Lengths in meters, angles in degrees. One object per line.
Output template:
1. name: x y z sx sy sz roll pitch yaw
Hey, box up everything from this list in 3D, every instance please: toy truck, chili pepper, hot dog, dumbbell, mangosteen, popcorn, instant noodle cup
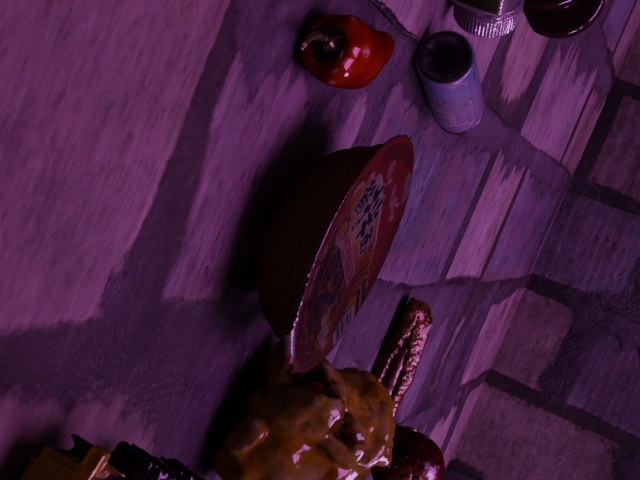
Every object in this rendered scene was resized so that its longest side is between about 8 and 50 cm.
1. toy truck: -0.169 0.234 0.939 0.136 0.111 0.286 -59 164 -13
2. chili pepper: 0.031 -0.180 1.085 0.071 0.063 0.272 -57 169 15
3. hot dog: 0.125 0.236 1.941 0.083 0.068 0.289 -27 138 -76
4. dumbbell: 0.338 -0.379 1.624 0.124 0.140 0.225 -25 170 15
5. mangosteen: 0.165 0.445 2.275 0.146 0.181 0.156 -12 117 -17
6. popcorn: -0.023 0.216 1.311 0.200 0.226 0.203 -140 -151 -74
7. instant noodle cup: 0.000 0.000 1.176 0.274 0.091 0.274 -55 160 -31

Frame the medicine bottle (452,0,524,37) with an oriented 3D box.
1. medicine bottle: 0.213 -0.343 1.368 0.132 0.088 0.188 -56 161 -31

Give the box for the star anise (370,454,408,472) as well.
1. star anise: 0.032 0.345 1.676 0.140 0.144 0.158 -65 167 25

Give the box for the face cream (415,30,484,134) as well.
1. face cream: 0.174 -0.197 1.477 0.075 0.075 0.229 -64 163 -7
